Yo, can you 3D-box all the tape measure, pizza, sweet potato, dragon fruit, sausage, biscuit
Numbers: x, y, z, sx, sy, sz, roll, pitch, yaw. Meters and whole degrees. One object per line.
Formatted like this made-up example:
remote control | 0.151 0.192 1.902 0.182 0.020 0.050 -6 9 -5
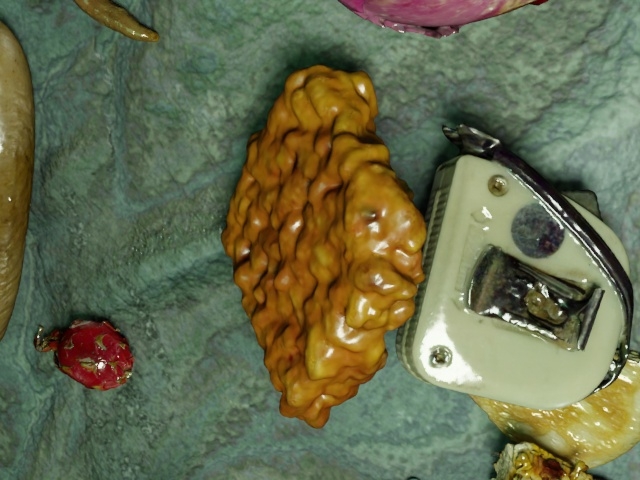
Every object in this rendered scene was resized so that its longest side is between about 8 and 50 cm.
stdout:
tape measure | 0.215 0.033 1.022 0.231 0.133 0.271 13 84 -7
pizza | 0.246 0.167 1.138 0.262 0.034 0.181 24 114 13
sweet potato | -0.288 -0.311 1.235 0.214 0.050 0.050 46 119 1
dragon fruit | -0.338 0.148 1.377 0.190 0.094 0.094 15 112 33
sausage | -0.459 -0.048 1.352 0.136 0.123 0.500 37 121 44
pizza | 0.243 0.279 1.105 0.154 0.194 0.069 -1 60 26
biscuit | 0.000 0.000 1.079 0.318 0.110 0.312 -58 41 38

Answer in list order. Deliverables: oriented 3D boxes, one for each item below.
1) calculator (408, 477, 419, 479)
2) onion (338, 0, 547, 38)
calculator | 0.116 0.346 1.263 0.141 0.019 0.094 -15 100 26
onion | 0.135 -0.363 0.857 0.358 0.358 0.345 -5 92 26
